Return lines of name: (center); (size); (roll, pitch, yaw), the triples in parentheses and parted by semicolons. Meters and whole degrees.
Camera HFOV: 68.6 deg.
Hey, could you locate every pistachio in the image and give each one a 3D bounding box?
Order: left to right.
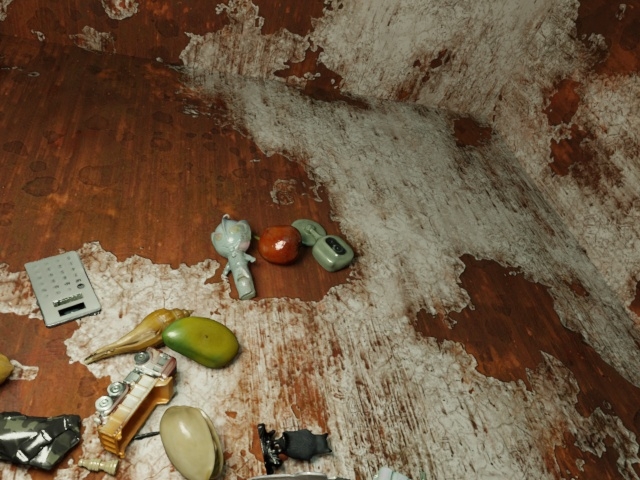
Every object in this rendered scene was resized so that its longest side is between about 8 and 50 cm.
pistachio: (-0.335, 0.521, 1.210); (0.143, 0.144, 0.215); (-19, 63, -35)

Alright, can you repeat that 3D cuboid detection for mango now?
mango: (-0.352, 0.296, 1.407); (0.237, 0.091, 0.137); (37, 47, -26)

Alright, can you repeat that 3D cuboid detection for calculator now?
calculator: (-0.802, 0.149, 1.460); (0.161, 0.021, 0.262); (-19, 57, -35)

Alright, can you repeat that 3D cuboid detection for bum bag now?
bum bag: (-0.758, 0.465, 1.118); (0.340, 0.095, 0.144); (15, 37, -17)

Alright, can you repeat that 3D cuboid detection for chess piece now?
chess piece: (-0.550, 0.554, 1.159); (0.092, 0.035, 0.035); (12, 44, -6)

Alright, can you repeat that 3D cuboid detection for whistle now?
whistle: (-0.303, 0.048, 1.690); (0.142, 0.134, 0.347); (-13, 64, -17)

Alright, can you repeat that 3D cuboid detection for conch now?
conch: (-0.528, 0.290, 1.396); (0.330, 0.093, 0.109); (-31, 55, -19)

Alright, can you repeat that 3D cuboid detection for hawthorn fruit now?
hawthorn fruit: (-0.208, -0.004, 1.769); (0.285, 0.165, 0.165); (19, 43, 10)

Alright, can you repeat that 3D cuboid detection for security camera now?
security camera: (0.000, 0.000, 1.891); (0.157, 0.080, 0.301); (-25, 58, -37)

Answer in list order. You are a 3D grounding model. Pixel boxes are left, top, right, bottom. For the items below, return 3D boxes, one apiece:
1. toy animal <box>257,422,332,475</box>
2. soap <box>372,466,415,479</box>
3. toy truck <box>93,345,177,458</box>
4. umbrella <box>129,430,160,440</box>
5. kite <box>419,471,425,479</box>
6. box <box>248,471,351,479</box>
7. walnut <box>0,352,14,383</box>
toy animal: (-0.064, 0.551, 1.298); (0.209, 0.117, 0.121); (-3, 42, -21)
soap: (0.188, 0.764, 1.199); (0.172, 0.095, 0.290); (23, 45, 4)
toy truck: (-0.486, 0.417, 1.248); (0.135, 0.114, 0.270); (20, 39, 8)
umbrella: (-0.476, 0.516, 1.235); (0.148, 0.022, 0.022); (-8, 93, -28)
kite: (0.303, 0.775, 1.303); (0.229, 0.012, 0.250); (8, 44, -16)
box: (-0.044, 0.669, 1.089); (0.262, 0.291, 0.207); (12, 55, -16)
walnut: (-0.902, 0.327, 1.167); (0.245, 0.137, 0.137); (4, 46, -13)
